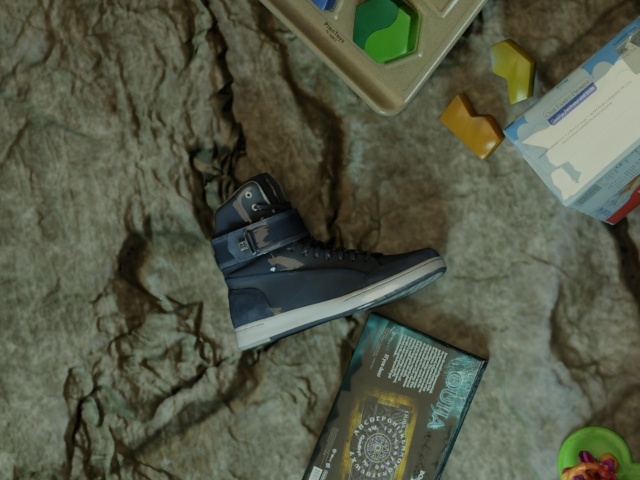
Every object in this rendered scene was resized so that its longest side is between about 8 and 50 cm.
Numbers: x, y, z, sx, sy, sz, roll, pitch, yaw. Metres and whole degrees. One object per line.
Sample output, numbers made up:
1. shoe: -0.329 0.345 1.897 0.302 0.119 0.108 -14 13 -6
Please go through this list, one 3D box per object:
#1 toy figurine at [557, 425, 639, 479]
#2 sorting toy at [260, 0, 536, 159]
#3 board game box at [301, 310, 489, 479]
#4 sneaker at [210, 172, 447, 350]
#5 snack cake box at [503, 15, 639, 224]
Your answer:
1. toy figurine: 0.262 0.250 1.735 0.130 0.159 0.173 -30 78 13
2. sorting toy: 0.091 -0.235 1.850 0.307 0.041 0.229 45 116 12
3. board game box: 0.072 0.178 1.867 0.126 0.026 0.186 23 93 17
4. sneaker: -0.001 0.000 1.870 0.226 0.086 0.163 -18 84 17
5. snack cake box: 0.271 -0.099 1.698 0.152 0.264 0.089 -41 76 11
